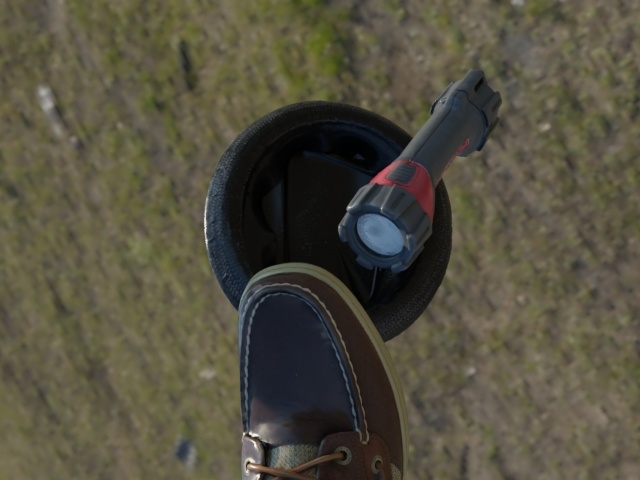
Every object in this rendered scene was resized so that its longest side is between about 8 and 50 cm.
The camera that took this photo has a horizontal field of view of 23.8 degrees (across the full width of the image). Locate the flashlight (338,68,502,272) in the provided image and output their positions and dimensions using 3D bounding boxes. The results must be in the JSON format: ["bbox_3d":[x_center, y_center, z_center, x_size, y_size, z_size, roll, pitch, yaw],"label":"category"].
[{"bbox_3d":[0.130,-0.083,1.824,0.103,0.304,0.103,-30,104,42],"label":"flashlight"}]

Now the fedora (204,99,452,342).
[{"bbox_3d":[0.000,0.000,1.865,0.334,0.334,0.152,54,155,14],"label":"fedora"}]

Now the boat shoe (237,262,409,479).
[{"bbox_3d":[0.000,0.190,1.130,0.123,0.123,0.342,-37,-60,-72],"label":"boat shoe"}]
